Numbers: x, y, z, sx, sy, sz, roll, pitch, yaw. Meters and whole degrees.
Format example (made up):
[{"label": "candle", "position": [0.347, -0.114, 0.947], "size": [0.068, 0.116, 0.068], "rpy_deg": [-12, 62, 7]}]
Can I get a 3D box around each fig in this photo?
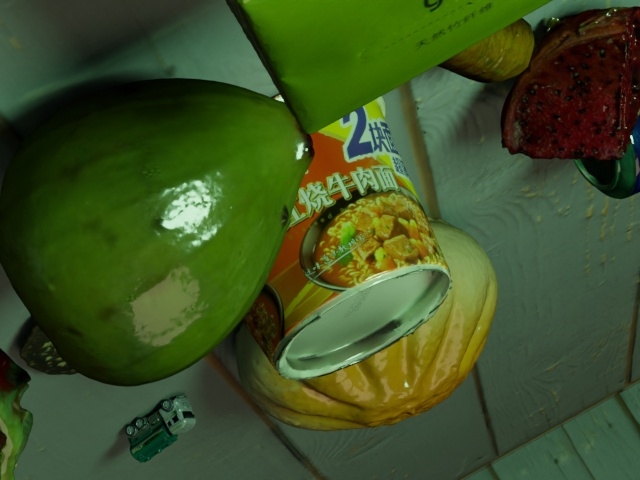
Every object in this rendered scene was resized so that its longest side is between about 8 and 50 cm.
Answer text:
[{"label": "fig", "position": [-0.103, -0.016, 1.037], "size": [0.225, 0.203, 0.203], "rpy_deg": [-24, 160, 7]}]

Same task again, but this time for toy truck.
[{"label": "toy truck", "position": [-0.177, 0.209, 1.683], "size": [0.083, 0.044, 0.039], "rpy_deg": [-36, 162, 17]}]

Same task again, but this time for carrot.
[{"label": "carrot", "position": [0.065, -0.162, 1.104], "size": [0.066, 0.066, 0.314], "rpy_deg": [-40, 157, 26]}]

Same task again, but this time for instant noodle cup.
[{"label": "instant noodle cup", "position": [0.000, 0.000, 1.242], "size": [0.213, 0.174, 0.213], "rpy_deg": [-25, 158, -11]}]

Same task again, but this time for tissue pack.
[{"label": "tissue pack", "position": [0.060, -0.211, 0.840], "size": [0.274, 0.167, 0.200], "rpy_deg": [-30, 159, 0]}]

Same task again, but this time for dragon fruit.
[{"label": "dragon fruit", "position": [0.228, -0.158, 1.334], "size": [0.127, 0.121, 0.161], "rpy_deg": [7, 132, 13]}]

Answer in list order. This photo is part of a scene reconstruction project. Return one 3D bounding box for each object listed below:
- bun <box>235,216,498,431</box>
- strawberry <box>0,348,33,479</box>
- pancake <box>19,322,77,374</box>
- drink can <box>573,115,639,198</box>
[{"label": "bun", "position": [0.062, 0.112, 1.603], "size": [0.298, 0.165, 0.299], "rpy_deg": [-26, 158, -12]}, {"label": "strawberry", "position": [-0.357, 0.165, 1.106], "size": [0.276, 0.257, 0.257], "rpy_deg": [6, 156, 0]}, {"label": "pancake", "position": [-0.183, 0.063, 1.371], "size": [0.190, 0.020, 0.184], "rpy_deg": [-24, 158, -12]}, {"label": "drink can", "position": [0.348, -0.126, 1.492], "size": [0.204, 0.118, 0.118], "rpy_deg": [-24, 159, -17]}]
